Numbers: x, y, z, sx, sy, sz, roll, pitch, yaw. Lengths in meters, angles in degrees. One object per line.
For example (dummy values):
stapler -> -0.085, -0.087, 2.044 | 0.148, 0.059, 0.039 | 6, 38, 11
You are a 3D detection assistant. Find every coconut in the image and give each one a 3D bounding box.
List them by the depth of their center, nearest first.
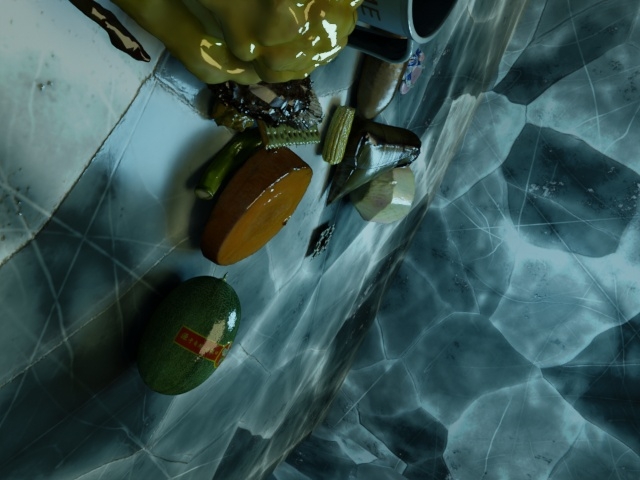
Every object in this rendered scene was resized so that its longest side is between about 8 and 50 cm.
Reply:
coconut -> 0.230, -0.184, 1.666 | 0.259, 0.259, 0.259 | -49, 156, -31

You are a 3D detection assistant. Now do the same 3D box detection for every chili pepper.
chili pepper -> -0.185, -0.161, 0.949 | 0.201, 0.052, 0.050 | -53, -172, -26

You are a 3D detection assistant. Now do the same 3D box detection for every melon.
melon -> -0.274, 0.193, 1.007 | 0.287, 0.182, 0.182 | -62, 160, -5

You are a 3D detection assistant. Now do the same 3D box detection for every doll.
doll -> 0.289, -0.583, 1.510 | 0.114, 0.057, 0.227 | -54, 155, 4

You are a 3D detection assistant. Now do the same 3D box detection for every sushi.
sushi -> 0.000, 0.000, 1.636 | 0.120, 0.026, 0.125 | -35, 151, -56

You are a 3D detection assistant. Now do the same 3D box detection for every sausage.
sausage -> 0.209, -0.570, 1.267 | 0.136, 0.123, 0.500 | -77, -174, -69

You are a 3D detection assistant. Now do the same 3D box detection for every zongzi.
zongzi -> 0.161, -0.230, 1.503 | 0.286, 0.138, 0.299 | 1, 124, -39

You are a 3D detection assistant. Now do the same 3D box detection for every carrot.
carrot -> -0.144, -0.071, 1.040 | 0.307, 0.100, 0.258 | -53, 168, -14

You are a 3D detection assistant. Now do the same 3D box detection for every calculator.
calculator -> 0.326, -0.591, 1.650 | 0.165, 0.024, 0.103 | -58, 159, -5

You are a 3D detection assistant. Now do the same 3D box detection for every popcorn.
popcorn -> -0.126, -0.339, 0.523 | 0.382, 0.348, 0.348 | -16, 143, -13

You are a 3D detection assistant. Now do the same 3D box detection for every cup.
cup -> 0.080, -0.493, 0.781 | 0.256, 0.311, 0.331 | -64, 160, 7

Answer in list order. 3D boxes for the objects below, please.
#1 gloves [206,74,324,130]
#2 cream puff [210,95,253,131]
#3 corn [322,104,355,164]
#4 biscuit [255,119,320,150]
gloves -> -0.097, -0.300, 0.814 | 0.312, 0.135, 0.210 | -24, 107, -67
cream puff -> -0.168, -0.243, 0.887 | 0.058, 0.083, 0.083 | -21, -156, 40
corn -> 0.050, -0.297, 1.315 | 0.085, 0.063, 0.165 | -13, 127, -52
biscuit -> -0.071, -0.270, 1.022 | 0.231, 0.016, 0.138 | -24, 100, -59
